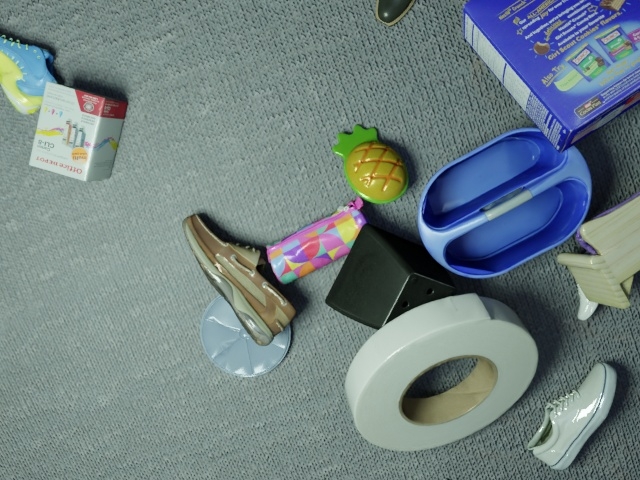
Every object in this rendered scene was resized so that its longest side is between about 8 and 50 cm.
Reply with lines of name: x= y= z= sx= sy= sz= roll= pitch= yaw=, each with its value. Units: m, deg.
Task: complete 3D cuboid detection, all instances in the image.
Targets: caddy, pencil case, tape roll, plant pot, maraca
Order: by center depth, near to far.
tape roll: x=0.240 y=0.271 z=1.282 sx=0.391 sy=0.072 sz=0.392 roll=-10 pitch=131 yaw=-11
caddy: x=0.355 y=-0.074 z=1.283 sx=0.341 sy=0.179 sz=0.241 roll=-29 pitch=94 yaw=7
plant pot: x=0.155 y=0.103 z=1.290 sx=0.188 sy=0.167 sz=0.188 roll=21 pitch=101 yaw=-33
maraca: x=0.103 y=-0.157 z=1.333 sx=0.127 sy=0.099 sz=0.186 roll=-27 pitch=73 yaw=-18
pencil case: x=0.000 y=0.000 z=1.359 sx=0.236 sy=0.104 sz=0.104 roll=-30 pitch=94 yaw=7

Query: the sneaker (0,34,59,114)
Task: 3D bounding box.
sneaker: x=-0.641 y=-0.388 z=1.372 sx=0.126 sy=0.091 sz=0.240 roll=-35 pitch=94 yaw=-11

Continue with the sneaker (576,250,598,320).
sneaker: x=0.557 y=0.091 z=1.357 sx=0.061 sy=0.053 sz=0.152 roll=17 pitch=91 yaw=7

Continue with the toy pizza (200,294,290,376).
toy pizza: x=-0.164 y=0.201 z=1.430 sx=0.201 sy=0.032 sz=0.201 roll=1 pitch=99 yaw=4

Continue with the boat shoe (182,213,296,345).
boat shoe: x=-0.171 y=0.067 z=1.362 sx=0.116 sy=0.123 sz=0.324 roll=-35 pitch=76 yaw=-13

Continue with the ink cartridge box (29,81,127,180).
ink cartridge box: x=-0.501 y=-0.222 z=1.350 sx=0.128 sy=0.127 sz=0.176 roll=16 pitch=99 yaw=1

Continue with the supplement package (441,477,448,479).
supplement package: x=0.284 y=0.705 z=1.390 sx=0.175 sy=0.177 sz=0.293 roll=-33 pitch=94 yaw=8

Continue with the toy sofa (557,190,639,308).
toy sofa: x=0.645 y=-0.040 z=1.254 sx=0.362 sy=0.150 sz=0.177 roll=-33 pitch=93 yaw=-2

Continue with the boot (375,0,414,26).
boot: x=0.167 y=-0.522 z=1.258 sx=0.076 sy=0.137 sz=0.198 roll=27 pitch=99 yaw=0

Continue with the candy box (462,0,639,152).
candy box: x=0.459 y=-0.367 z=1.198 sx=0.268 sy=0.122 sz=0.317 roll=-33 pitch=73 yaw=-1

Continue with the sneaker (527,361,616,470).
sneaker: x=0.528 y=0.365 z=1.370 sx=0.091 sy=0.094 sz=0.258 roll=25 pitch=99 yaw=-4
